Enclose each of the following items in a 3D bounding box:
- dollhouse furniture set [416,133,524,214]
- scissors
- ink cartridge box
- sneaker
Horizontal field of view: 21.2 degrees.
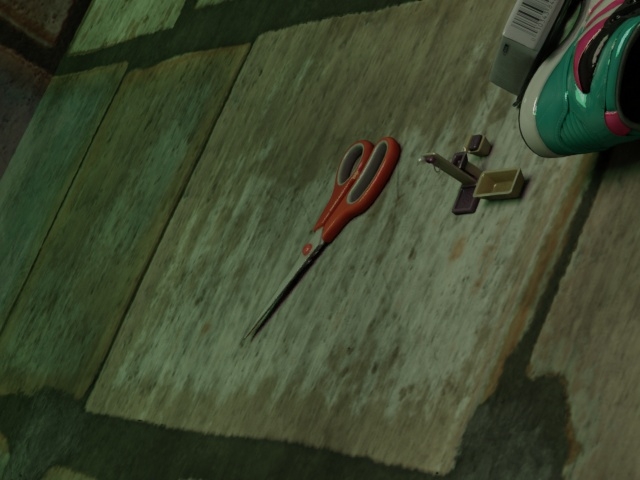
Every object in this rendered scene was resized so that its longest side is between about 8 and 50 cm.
[{"bbox_3d":[0.163,-0.089,1.822,0.114,0.081,0.091,-4,59,57],"label":"dollhouse furniture set"},{"bbox_3d":[0.000,0.000,2.060,0.297,0.021,0.109,-59,30,-4],"label":"scissors"},{"bbox_3d":[0.243,-0.268,1.791,0.223,0.045,0.224,-63,-6,-10],"label":"ink cartridge box"},{"bbox_3d":[0.321,-0.209,1.648,0.178,0.124,0.295,5,63,56],"label":"sneaker"}]
